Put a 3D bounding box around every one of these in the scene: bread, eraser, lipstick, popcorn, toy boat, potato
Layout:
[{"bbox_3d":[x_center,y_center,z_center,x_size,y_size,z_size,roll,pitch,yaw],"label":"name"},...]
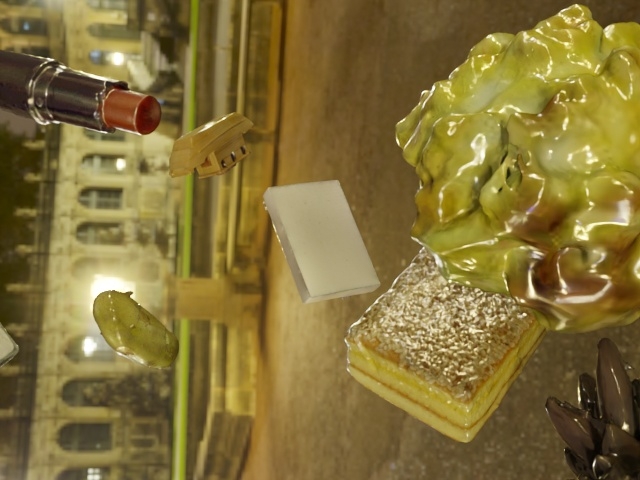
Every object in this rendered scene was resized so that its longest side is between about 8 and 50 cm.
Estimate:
[{"bbox_3d":[0.166,0.111,1.158,0.234,0.184,0.110,-45,-32,-32],"label":"bread"},{"bbox_3d":[0.000,0.000,1.131,0.023,0.104,0.150,-48,57,51],"label":"eraser"},{"bbox_3d":[-0.324,-0.180,1.162,0.081,0.300,0.081,-42,-39,-47],"label":"lipstick"},{"bbox_3d":[0.238,-0.082,0.935,0.312,0.312,0.312,-178,90,-80],"label":"popcorn"},{"bbox_3d":[-0.165,-0.138,1.443,0.200,0.057,0.077,-43,-61,-56],"label":"toy boat"},{"bbox_3d":[-0.307,0.155,1.571,0.188,0.085,0.105,42,-151,-43],"label":"potato"}]

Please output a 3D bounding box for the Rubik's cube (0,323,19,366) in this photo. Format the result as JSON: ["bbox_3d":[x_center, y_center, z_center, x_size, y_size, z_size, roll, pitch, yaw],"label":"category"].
[{"bbox_3d":[-0.623,0.150,1.280,0.253,0.256,0.259,-27,13,39],"label":"Rubik's cube"}]

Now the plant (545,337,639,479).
[{"bbox_3d":[0.342,0.257,0.945,0.182,0.194,0.320,-25,46,43],"label":"plant"}]
